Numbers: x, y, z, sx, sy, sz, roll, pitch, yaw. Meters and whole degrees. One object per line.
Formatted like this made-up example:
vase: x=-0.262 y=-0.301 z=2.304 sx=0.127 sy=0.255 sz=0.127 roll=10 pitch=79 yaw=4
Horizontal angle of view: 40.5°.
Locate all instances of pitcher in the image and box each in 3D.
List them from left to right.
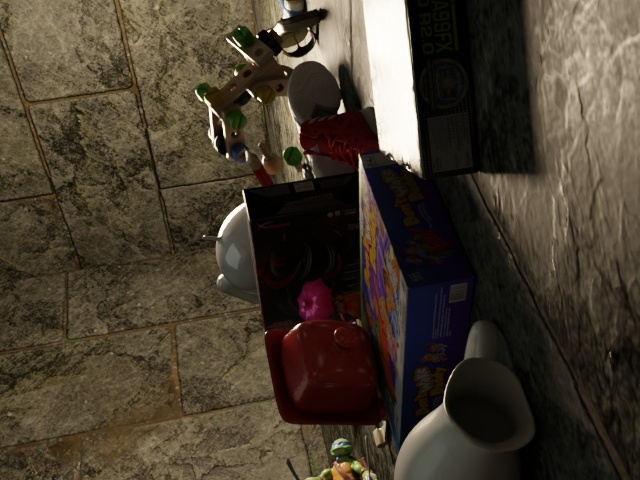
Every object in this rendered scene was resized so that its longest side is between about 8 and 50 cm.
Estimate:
pitcher: x=0.149 y=0.200 z=0.891 sx=0.177 sy=0.126 sz=0.207 roll=-75 pitch=-4 yaw=-49

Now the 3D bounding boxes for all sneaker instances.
sneaker: x=-0.073 y=-0.535 z=2.004 sx=0.152 sy=0.058 sz=0.084 roll=-116 pitch=25 yaw=-49
sneaker: x=-0.005 y=-0.202 z=1.671 sx=0.153 sy=0.101 sz=0.268 roll=103 pitch=155 yaw=-68
sneaker: x=0.039 y=-0.123 z=1.267 sx=0.221 sy=0.128 sz=0.087 roll=-111 pitch=13 yaw=-62

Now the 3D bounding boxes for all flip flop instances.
flip flop: x=-0.049 y=-0.426 z=1.823 sx=0.080 sy=0.112 sz=0.277 roll=67 pitch=171 yaw=-10

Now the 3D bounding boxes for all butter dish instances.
butter dish: x=0.018 y=0.166 z=1.214 sx=0.118 sy=0.160 sz=0.160 roll=118 pitch=149 yaw=-41

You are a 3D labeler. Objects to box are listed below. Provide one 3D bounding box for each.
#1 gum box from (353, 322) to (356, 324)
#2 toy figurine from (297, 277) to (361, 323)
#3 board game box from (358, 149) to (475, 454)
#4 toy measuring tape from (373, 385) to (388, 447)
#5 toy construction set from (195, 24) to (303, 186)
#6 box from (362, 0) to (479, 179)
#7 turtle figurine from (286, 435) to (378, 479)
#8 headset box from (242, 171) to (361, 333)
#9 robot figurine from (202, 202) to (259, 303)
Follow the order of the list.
gum box: x=0.073 y=0.268 z=1.967 sx=0.184 sy=0.041 sz=0.156 roll=-111 pitch=13 yaw=-59
toy figurine: x=0.040 y=0.104 z=1.465 sx=0.173 sy=0.159 sz=0.130 roll=92 pitch=167 yaw=-66
board game box: x=0.114 y=0.084 z=1.130 sx=0.347 sy=0.078 sz=0.233 roll=87 pitch=171 yaw=-46
toy measuring tape: x=0.078 y=0.320 z=1.665 sx=0.330 sy=0.122 sz=0.121 roll=88 pitch=170 yaw=-53
toy construction set: x=-0.142 y=-0.279 z=1.734 sx=0.237 sy=0.258 sz=0.308 roll=59 pitch=-165 yaw=-55
box: x=0.097 y=-0.214 z=0.920 sx=0.216 sy=0.060 sz=0.270 roll=-121 pitch=22 yaw=-75
turtle figurine: x=0.044 y=0.608 z=2.043 sx=0.274 sy=0.198 sz=0.266 roll=91 pitch=165 yaw=-77
headset box: x=-0.014 y=0.037 z=1.584 sx=0.110 sy=0.218 sz=0.293 roll=-107 pitch=11 yaw=-53
robot figurine: x=-0.075 y=0.037 z=1.815 sx=0.353 sy=0.300 sz=0.199 roll=31 pitch=-150 yaw=-42
